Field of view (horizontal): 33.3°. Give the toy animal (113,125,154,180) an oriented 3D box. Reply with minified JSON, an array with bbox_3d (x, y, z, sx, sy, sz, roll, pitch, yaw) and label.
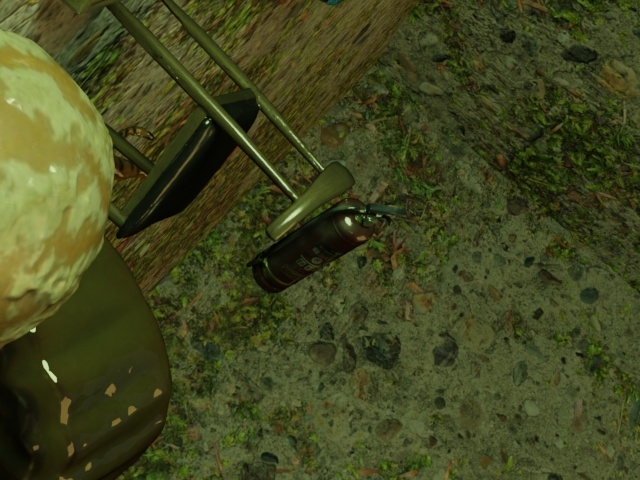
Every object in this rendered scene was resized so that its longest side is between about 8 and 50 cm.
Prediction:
[{"bbox_3d":[-0.254,-0.076,1.120,0.255,0.114,0.116,-56,142,-59],"label":"toy animal"}]

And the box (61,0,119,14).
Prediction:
[{"bbox_3d":[-0.160,-0.221,0.826,0.079,0.035,0.083,-49,180,28],"label":"box"}]

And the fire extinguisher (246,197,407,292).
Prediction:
[{"bbox_3d":[0.000,0.000,0.940,0.158,0.064,0.043,-33,-129,43],"label":"fire extinguisher"}]

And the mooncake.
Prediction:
[{"bbox_3d":[-0.283,0.104,0.914,0.290,0.290,0.161,-50,169,35],"label":"mooncake"}]

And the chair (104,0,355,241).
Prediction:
[{"bbox_3d":[-0.121,-0.083,1.001,0.166,0.272,0.188,-50,178,16],"label":"chair"}]

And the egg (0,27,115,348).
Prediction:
[{"bbox_3d":[-0.226,-0.027,0.599,0.203,0.203,0.245,-50,172,37],"label":"egg"}]

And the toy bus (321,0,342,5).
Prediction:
[{"bbox_3d":[0.038,-0.382,1.320,0.184,0.106,0.090,-49,-179,31],"label":"toy bus"}]
